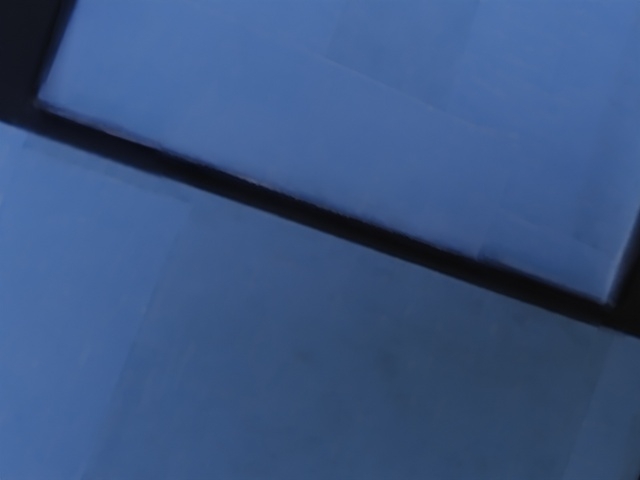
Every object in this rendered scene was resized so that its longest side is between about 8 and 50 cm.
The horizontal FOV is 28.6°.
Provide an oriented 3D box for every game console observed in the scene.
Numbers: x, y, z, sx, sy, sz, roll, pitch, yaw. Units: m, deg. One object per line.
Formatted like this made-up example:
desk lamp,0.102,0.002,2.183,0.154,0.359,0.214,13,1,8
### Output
game console,0.000,0.000,0.339,0.387,0.342,0.060,19,7,-22
